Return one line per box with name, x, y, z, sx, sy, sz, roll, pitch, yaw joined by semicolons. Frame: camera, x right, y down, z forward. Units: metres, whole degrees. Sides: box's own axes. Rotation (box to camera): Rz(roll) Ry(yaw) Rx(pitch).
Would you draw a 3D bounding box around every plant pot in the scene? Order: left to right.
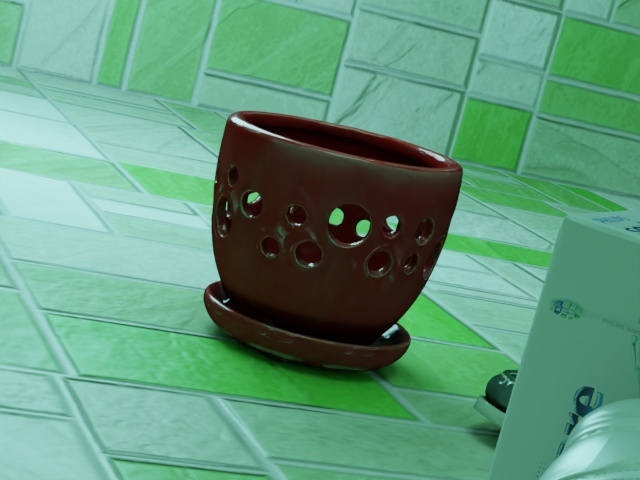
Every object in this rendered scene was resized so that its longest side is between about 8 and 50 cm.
plant pot;0.000;0.000;1.239;0.191;0.174;0.191;15;11;-3

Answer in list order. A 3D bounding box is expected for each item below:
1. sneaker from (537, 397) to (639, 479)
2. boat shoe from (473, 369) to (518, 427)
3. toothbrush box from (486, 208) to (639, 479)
sneaker;0.218;0.171;0.659;0.305;0.114;0.152;18;24;28
boat shoe;0.263;0.118;1.189;0.320;0.099;0.116;10;12;-23
toothbrush box;0.245;0.128;0.802;0.296;0.216;0.126;18;10;25
